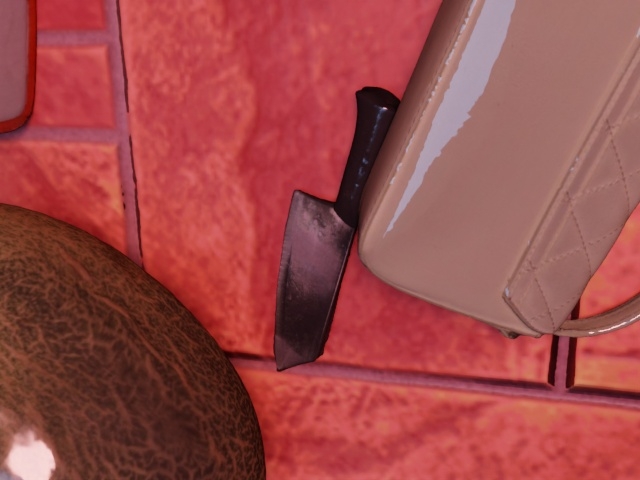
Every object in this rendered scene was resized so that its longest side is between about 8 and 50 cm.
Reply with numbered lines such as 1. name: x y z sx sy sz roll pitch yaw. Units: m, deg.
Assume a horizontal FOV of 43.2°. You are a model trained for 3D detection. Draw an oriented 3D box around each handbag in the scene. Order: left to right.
1. handbag: 0.155 -0.055 0.481 0.219 0.079 0.256 22 113 -8

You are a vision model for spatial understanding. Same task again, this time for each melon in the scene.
1. melon: -0.185 0.124 0.537 0.248 0.248 0.329 -41 89 23

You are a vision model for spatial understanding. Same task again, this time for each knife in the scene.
1. knife: 0.000 0.000 0.568 0.060 0.028 0.230 25 116 20

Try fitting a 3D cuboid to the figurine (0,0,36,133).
1. figurine: -0.337 -0.176 0.548 0.226 0.160 0.183 15 110 21
